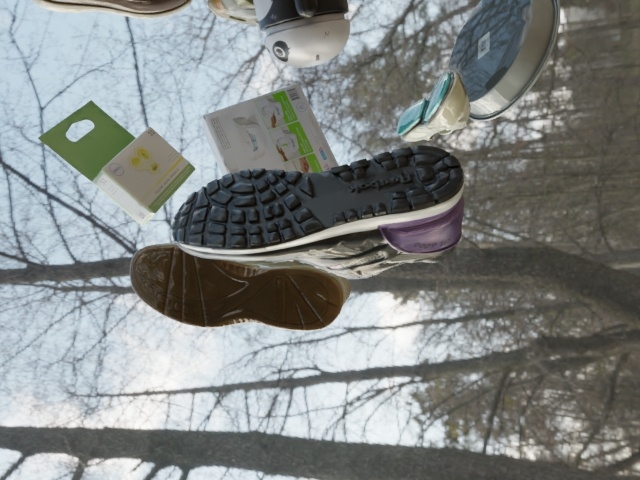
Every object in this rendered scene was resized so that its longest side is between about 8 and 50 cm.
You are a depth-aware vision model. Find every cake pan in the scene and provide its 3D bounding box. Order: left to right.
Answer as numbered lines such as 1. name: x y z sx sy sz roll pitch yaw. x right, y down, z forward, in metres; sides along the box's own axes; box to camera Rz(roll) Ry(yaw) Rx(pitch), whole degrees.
1. cake pan: 0.354 -0.389 1.256 0.054 0.293 0.293 16 -105 -22

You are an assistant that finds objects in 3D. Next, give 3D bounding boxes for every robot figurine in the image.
1. robot figurine: -0.045 -0.460 1.135 0.209 0.174 0.278 -31 -67 -53

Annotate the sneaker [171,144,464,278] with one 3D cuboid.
1. sneaker: 0.000 0.000 0.613 0.124 0.284 0.107 76 -169 -46

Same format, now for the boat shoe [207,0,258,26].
1. boat shoe: -0.123 -0.531 1.357 0.302 0.103 0.113 -20 -84 -55

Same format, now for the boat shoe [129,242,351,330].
1. boat shoe: -0.125 0.070 0.955 0.110 0.341 0.121 -28 -54 -74

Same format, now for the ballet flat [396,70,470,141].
1. ballet flat: 0.195 -0.206 0.996 0.248 0.086 0.086 177 94 -81

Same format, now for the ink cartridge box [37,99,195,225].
1. ink cartridge box: -0.368 -0.159 1.151 0.235 0.056 0.171 44 -142 -14

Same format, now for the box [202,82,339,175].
1. box: -0.104 -0.179 1.368 0.127 0.231 0.261 110 135 -73

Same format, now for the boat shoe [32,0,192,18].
1. boat shoe: -0.394 -0.509 1.205 0.325 0.096 0.116 -10 -111 -30
